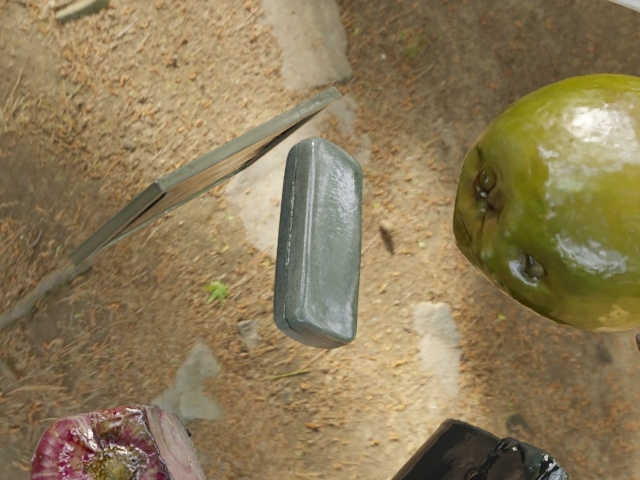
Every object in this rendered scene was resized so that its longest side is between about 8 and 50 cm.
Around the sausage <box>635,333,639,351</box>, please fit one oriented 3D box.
[{"bbox_3d":[0.436,0.037,0.749,0.312,0.093,0.093,-22,87,3],"label":"sausage"}]

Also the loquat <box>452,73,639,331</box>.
[{"bbox_3d":[0.238,-0.032,0.667,0.246,0.213,0.213,-1,79,-13],"label":"loquat"}]

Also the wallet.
[{"bbox_3d":[0.092,0.385,0.972,0.406,0.228,0.062,-43,108,-21],"label":"wallet"}]

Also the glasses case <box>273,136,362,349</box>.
[{"bbox_3d":[0.000,0.000,1.253,0.131,0.074,0.323,28,54,-41],"label":"glasses case"}]

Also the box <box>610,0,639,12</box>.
[{"bbox_3d":[0.176,-0.328,0.779,0.274,0.203,0.116,14,117,-10],"label":"box"}]

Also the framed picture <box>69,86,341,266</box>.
[{"bbox_3d":[-0.192,-0.115,1.414,0.446,0.326,0.028,-36,95,-42],"label":"framed picture"}]

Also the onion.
[{"bbox_3d":[-0.296,0.365,1.203,0.230,0.272,0.256,-24,51,-8],"label":"onion"}]
